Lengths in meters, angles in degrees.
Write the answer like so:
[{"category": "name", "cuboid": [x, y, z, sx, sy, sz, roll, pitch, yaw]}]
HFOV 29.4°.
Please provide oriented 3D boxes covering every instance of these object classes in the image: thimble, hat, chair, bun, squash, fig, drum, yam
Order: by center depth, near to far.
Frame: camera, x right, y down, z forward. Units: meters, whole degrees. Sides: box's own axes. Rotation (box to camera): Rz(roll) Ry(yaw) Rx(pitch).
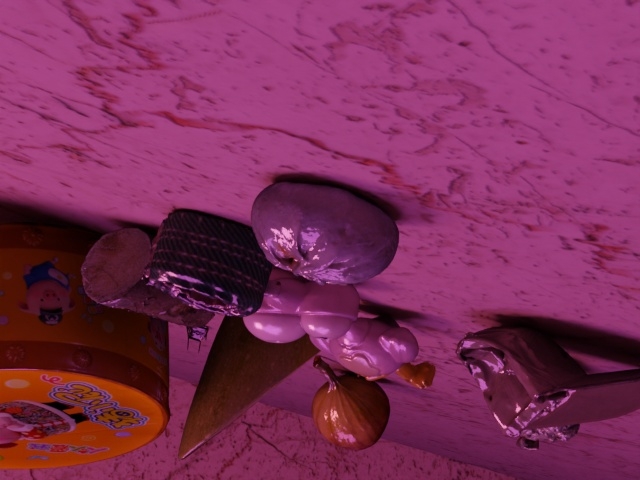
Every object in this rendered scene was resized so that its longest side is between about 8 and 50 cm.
[{"category": "bun", "cuboid": [0.000, 0.000, 1.126, 0.141, 0.083, 0.141, 17, 170, 3]}, {"category": "thimble", "cuboid": [-0.123, 0.027, 1.380, 0.135, 0.090, 0.118, 23, 163, -25]}, {"category": "hat", "cuboid": [0.301, 0.152, 1.494, 0.245, 0.149, 0.214, -19, 160, -11]}, {"category": "yam", "cuboid": [-0.204, 0.049, 1.541, 0.107, 0.107, 0.183, 6, 167, 36]}, {"category": "drum", "cuboid": [-0.416, 0.162, 1.714, 0.431, 0.214, 0.431, -4, 151, -2]}, {"category": "squash", "cuboid": [-0.089, 0.226, 1.828, 0.189, 0.260, 0.189, 15, 165, 4]}, {"category": "chair", "cuboid": [-0.234, 0.173, 2.307, 0.037, 0.042, 0.086, 19, -157, -14]}, {"category": "fig", "cuboid": [0.032, 0.318, 2.364, 0.231, 0.143, 0.160, 27, -161, -45]}]

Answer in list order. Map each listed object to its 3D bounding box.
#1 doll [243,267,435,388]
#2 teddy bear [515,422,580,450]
[{"category": "doll", "cuboid": [0.022, 0.110, 1.573, 0.160, 0.094, 0.365, 3, 164, 33]}, {"category": "teddy bear", "cuboid": [0.314, 0.218, 1.685, 0.133, 0.111, 0.213, 56, 172, 21]}]
